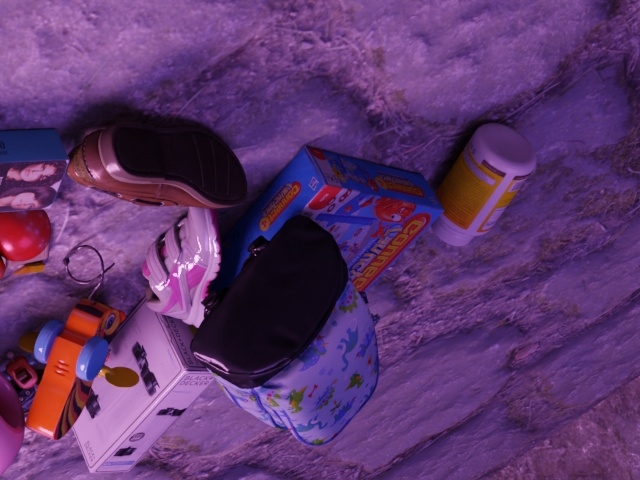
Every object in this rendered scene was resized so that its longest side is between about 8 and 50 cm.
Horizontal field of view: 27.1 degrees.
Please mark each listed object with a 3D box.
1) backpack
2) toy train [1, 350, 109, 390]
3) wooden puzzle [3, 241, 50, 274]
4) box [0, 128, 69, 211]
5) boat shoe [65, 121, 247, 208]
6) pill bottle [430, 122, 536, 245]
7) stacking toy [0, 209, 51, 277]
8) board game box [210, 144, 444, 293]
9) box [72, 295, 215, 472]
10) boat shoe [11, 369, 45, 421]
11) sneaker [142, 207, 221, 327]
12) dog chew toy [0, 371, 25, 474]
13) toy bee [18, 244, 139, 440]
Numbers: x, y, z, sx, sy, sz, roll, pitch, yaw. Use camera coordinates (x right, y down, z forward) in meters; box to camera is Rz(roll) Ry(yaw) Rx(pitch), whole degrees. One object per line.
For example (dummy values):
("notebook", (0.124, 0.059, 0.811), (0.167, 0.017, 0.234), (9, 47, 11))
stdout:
("backpack", (-0.041, 0.174, 2.113), (0.290, 0.273, 0.355), (-51, 170, -21))
("toy train", (-0.422, 0.206, 2.140), (0.166, 0.046, 0.125), (-31, 117, -7))
("wooden puzzle", (-0.428, 0.011, 1.930), (0.078, 0.014, 0.116), (-14, 146, -33))
("box", (-0.457, -0.086, 1.714), (0.244, 0.060, 0.100), (-6, 142, -34))
("boat shoe", (-0.227, -0.102, 1.861), (0.104, 0.111, 0.307), (-17, 161, 31))
("pill bottle", (0.270, -0.090, 2.267), (0.117, 0.117, 0.215), (-5, 142, -35))
("stacking toy", (-0.520, 0.045, 1.810), (0.330, 0.141, 0.141), (-34, 150, -7))
("board game box", (0.000, 0.000, 2.201), (0.302, 0.086, 0.308), (10, 132, -47))
("box", (-0.303, 0.241, 2.220), (0.087, 0.169, 0.290), (9, 131, -47))
("boat shoe", (-0.509, 0.262, 2.191), (0.183, 0.065, 0.083), (-13, 138, -31))
("sneaker", (-0.216, 0.033, 2.050), (0.111, 0.103, 0.252), (5, 125, -12))
("dog chew toy", (-0.627, 0.313, 2.040), (0.332, 0.206, 0.206), (-24, 150, 7))
("toy bee", (-0.357, 0.162, 2.071), (0.298, 0.195, 0.162), (-51, 169, 14))
